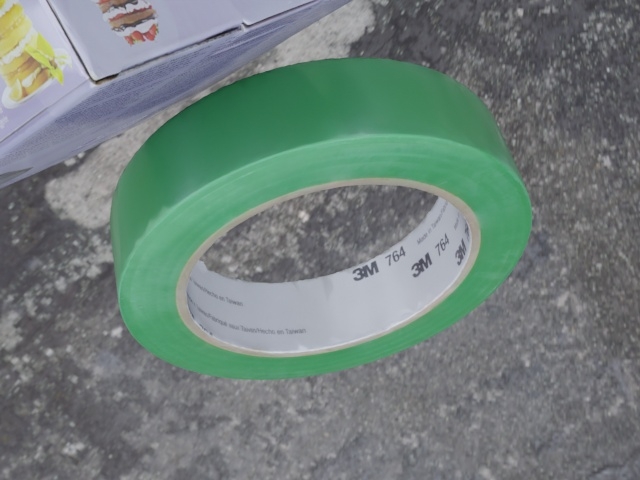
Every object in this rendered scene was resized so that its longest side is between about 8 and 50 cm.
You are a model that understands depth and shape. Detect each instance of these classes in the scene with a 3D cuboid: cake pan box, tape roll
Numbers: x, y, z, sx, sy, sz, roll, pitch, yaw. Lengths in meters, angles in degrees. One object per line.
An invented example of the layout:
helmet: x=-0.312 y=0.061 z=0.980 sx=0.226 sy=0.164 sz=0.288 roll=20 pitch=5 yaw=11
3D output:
cake pan box: x=-0.108 y=-0.107 z=0.520 sx=0.245 sy=0.267 sz=0.070 roll=-17 pitch=103 yaw=44
tape roll: x=0.000 y=0.000 z=0.717 sx=0.321 sy=0.077 sz=0.321 roll=-10 pitch=146 yaw=-7
